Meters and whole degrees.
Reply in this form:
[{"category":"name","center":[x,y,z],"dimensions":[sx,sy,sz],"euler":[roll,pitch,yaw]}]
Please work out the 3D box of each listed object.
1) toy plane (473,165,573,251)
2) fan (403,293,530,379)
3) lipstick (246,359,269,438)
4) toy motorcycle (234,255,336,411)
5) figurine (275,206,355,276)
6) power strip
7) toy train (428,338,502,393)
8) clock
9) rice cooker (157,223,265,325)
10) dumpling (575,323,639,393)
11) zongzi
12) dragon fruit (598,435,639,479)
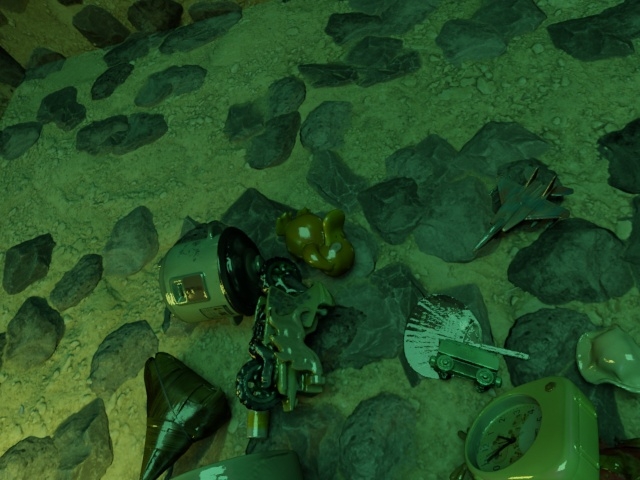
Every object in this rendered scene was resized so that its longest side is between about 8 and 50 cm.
[{"category":"toy plane","center":[0.535,-0.073,1.180],"dimensions":[0.326,0.104,0.223],"euler":[-45,58,-5]},{"category":"fan","center":[0.342,0.277,1.098],"dimensions":[0.223,0.012,0.294],"euler":[-44,59,-9]},{"category":"lipstick","center":[-0.164,0.396,1.163],"dimensions":[0.059,0.059,0.264],"euler":[-8,61,13]},{"category":"toy motorcycle","center":[-0.083,0.246,1.133],"dimensions":[0.236,0.169,0.411],"euler":[18,60,-15]},{"category":"figurine","center":[-0.007,0.003,1.278],"dimensions":[0.228,0.215,0.215],"euler":[5,63,36]},{"category":"power strip","center":[-0.191,0.576,0.894],"dimensions":[0.357,0.358,0.162],"euler":[-22,57,5]},{"category":"toy train","center":[0.356,0.301,1.039],"dimensions":[0.171,0.070,0.100],"euler":[14,60,23]},{"category":"clock","center":[0.395,0.416,0.864],"dimensions":[0.096,0.308,0.235],"euler":[43,43,-3]},{"category":"rice cooker","center":[-0.299,0.107,1.250],"dimensions":[0.316,0.264,0.317],"euler":[1,96,13]},{"category":"dumpling","center":[0.653,0.274,0.955],"dimensions":[0.134,0.100,0.170],"euler":[-29,54,17]},{"category":"zongzi","center":[-0.433,0.470,1.124],"dimensions":[0.285,0.139,0.300],"euler":[23,51,28]},{"category":"dragon fruit","center":[0.561,0.493,0.785],"dimensions":[0.269,0.250,0.291],"euler":[-34,25,-28]}]
